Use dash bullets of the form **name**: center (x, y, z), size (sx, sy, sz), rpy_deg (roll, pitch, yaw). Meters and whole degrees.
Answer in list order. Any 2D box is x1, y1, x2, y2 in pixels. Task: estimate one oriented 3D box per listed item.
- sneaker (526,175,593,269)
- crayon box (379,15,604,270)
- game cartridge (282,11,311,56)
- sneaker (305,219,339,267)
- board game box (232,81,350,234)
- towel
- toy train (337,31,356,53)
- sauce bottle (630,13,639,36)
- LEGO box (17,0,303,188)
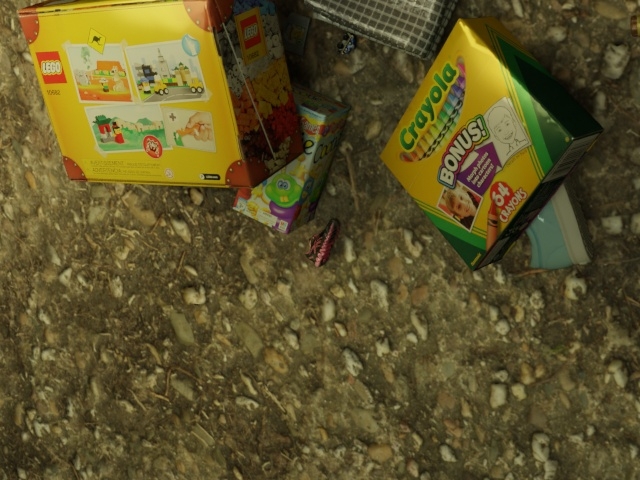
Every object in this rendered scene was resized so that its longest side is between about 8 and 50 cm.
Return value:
- **sneaker**: center (0.406, -0.106, 1.814), size (0.150, 0.135, 0.366), rpy_deg (-17, 97, 24)
- **crayon box**: center (0.302, -0.179, 1.748), size (0.313, 0.106, 0.363), rpy_deg (52, 137, 23)
- **game cartridge**: center (-0.053, -0.439, 1.983), size (0.056, 0.017, 0.083), rpy_deg (22, 113, 21)
- **sneaker**: center (0.000, 0.000, 2.078), size (0.057, 0.047, 0.119), rpy_deg (34, 115, 24)
- **board game box**: center (-0.063, -0.177, 1.993), size (0.144, 0.142, 0.275), rpy_deg (25, 114, 15)
- **towel**: center (0.126, -0.503, 1.803), size (0.283, 0.121, 0.235), rpy_deg (25, 101, 15)
- **toy train**: center (0.084, -0.445, 1.916), size (0.036, 0.027, 0.158), rpy_deg (35, 116, -2)
- **sauce bottle**: center (0.627, -0.394, 1.683), size (0.128, 0.042, 0.042), rpy_deg (-1, 105, 26)
- **LEGO box**: center (-0.320, -0.315, 1.866), size (0.500, 0.193, 0.372), rpy_deg (5, 118, 31)
